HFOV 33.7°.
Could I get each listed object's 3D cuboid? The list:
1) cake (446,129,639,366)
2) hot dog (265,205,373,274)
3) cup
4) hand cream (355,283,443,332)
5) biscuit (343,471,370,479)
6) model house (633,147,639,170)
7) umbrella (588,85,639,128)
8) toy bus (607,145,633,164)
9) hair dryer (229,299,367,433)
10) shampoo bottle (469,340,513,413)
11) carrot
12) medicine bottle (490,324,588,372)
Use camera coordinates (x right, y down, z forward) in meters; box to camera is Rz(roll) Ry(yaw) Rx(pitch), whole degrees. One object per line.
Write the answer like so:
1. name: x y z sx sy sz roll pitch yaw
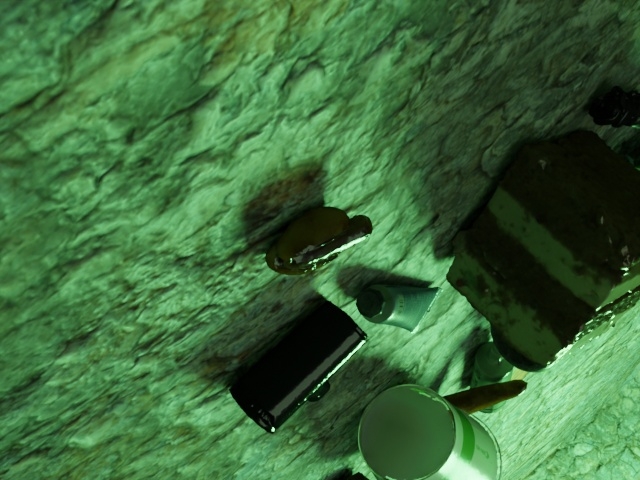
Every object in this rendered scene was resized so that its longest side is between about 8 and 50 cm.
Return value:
1. cake: 0.397 0.010 1.692 0.282 0.255 0.290 -18 148 -46
2. hot dog: -0.001 0.001 1.301 0.140 0.060 0.089 -26 153 -42
3. cup: 0.199 0.400 2.017 0.253 0.253 0.274 -43 147 -4
4. hand cream: 0.125 0.106 1.657 0.091 0.058 0.271 -61 156 7
5. biscuit: 0.002 0.630 2.240 0.359 0.074 0.381 -47 157 8
6. model house: 0.623 -0.103 1.991 0.189 0.195 0.214 -57 -179 -36
7. umbrella: 0.509 -0.213 1.743 0.066 0.059 0.236 -31 165 30
8. toy bus: 0.523 -0.063 1.819 0.098 0.201 0.114 -10 141 -50
9. hair dryer: -0.022 0.197 1.564 0.197 0.089 0.251 -44 164 -6
10. shampoo bottle: 0.363 0.282 2.235 0.085 0.085 0.262 -37 154 -16
11. carrot: 0.332 0.326 2.177 0.210 0.061 0.061 -23 163 25
12. medicine bottle: 0.478 0.146 2.113 0.273 0.165 0.165 -22 146 -42
